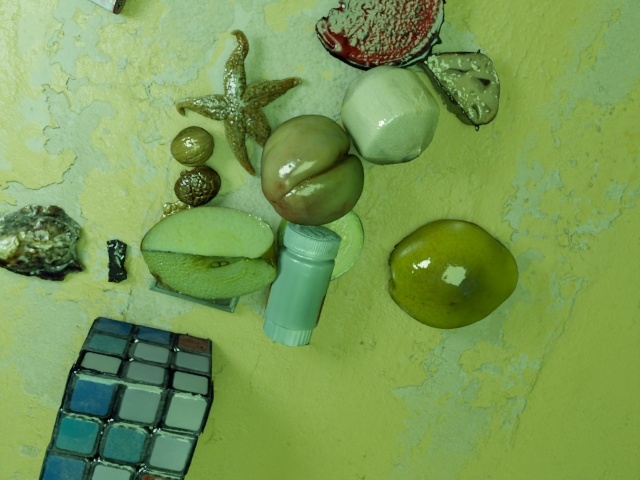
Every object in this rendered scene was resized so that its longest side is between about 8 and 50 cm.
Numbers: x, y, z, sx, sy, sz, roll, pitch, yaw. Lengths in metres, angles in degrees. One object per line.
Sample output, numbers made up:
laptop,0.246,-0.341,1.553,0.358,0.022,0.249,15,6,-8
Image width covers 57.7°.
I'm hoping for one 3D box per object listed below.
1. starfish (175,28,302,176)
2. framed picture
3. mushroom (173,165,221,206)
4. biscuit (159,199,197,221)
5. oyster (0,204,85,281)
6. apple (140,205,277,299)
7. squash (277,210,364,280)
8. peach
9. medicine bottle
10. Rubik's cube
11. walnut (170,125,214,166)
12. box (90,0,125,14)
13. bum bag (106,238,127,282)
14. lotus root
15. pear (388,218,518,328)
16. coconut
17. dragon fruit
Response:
starfish,-0.213,-0.353,1.521,0.326,0.094,0.375,4,109,-12
framed picture,-0.325,0.082,1.625,0.252,0.014,0.197,20,97,-24
mushroom,-0.329,-0.146,1.559,0.126,0.085,0.109,-38,108,1
biscuit,-0.383,0.009,1.619,0.184,0.035,0.249,9,103,-12
oyster,-0.772,0.006,1.523,0.271,0.100,0.275,-30,104,-16
apple,-0.287,0.036,1.523,0.345,0.179,0.254,2,91,-13
squash,0.000,0.000,1.677,0.251,0.049,0.252,-3,107,-10
peach,-0.027,-0.175,1.498,0.292,0.247,0.293,-4,97,-36
medicine bottle,-0.056,0.121,1.597,0.158,0.158,0.318,12,106,-12
Rubik's cube,-0.499,0.450,1.553,0.361,0.363,0.359,13,100,-14
walnut,-0.337,-0.246,1.522,0.124,0.105,0.105,-14,108,14
box,-0.616,-0.706,1.354,0.369,0.112,0.190,27,99,-13
bum bag,-0.561,0.057,1.602,0.057,0.034,0.125,4,104,-1
lotus root,0.401,-0.439,1.609,0.170,0.074,0.261,-36,106,1
pear,0.402,0.118,1.696,0.386,0.191,0.341,-5,106,-8
coconut,0.185,-0.308,1.508,0.244,0.245,0.248,-23,73,-3
dragon fruit,0.175,-0.571,1.520,0.343,0.100,0.282,-41,107,6
